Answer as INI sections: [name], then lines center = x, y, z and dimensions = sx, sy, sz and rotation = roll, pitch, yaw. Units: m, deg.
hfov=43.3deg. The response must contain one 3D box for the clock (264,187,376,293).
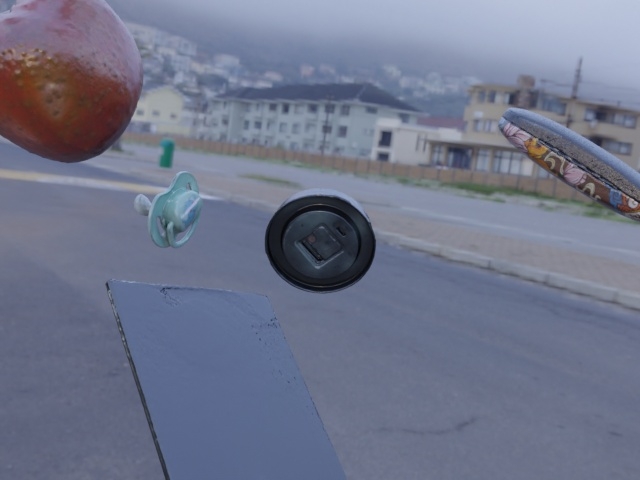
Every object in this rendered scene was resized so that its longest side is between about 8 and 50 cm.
[clock]
center = 0.000, 0.000, 1.336
dimensions = 0.185, 0.184, 0.040
rotation = 8, 27, 0

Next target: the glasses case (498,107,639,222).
[glasses case]
center = 0.447, -0.128, 1.376
dimensions = 0.321, 0.082, 0.122
rotation = 36, 16, 17

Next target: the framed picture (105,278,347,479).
[framed picture]
center = -0.093, 0.184, 0.900
dimensions = 0.244, 0.013, 0.323
rotation = 9, 46, -45

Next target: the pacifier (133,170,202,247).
[pacifier]
center = -0.272, -0.052, 1.412
dimensions = 0.117, 0.126, 0.150
rotation = 8, 49, 23

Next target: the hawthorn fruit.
[hawthorn fruit]
center = -0.407, -0.252, 1.267
dimensions = 0.275, 0.275, 0.299
rotation = 12, -28, 35
